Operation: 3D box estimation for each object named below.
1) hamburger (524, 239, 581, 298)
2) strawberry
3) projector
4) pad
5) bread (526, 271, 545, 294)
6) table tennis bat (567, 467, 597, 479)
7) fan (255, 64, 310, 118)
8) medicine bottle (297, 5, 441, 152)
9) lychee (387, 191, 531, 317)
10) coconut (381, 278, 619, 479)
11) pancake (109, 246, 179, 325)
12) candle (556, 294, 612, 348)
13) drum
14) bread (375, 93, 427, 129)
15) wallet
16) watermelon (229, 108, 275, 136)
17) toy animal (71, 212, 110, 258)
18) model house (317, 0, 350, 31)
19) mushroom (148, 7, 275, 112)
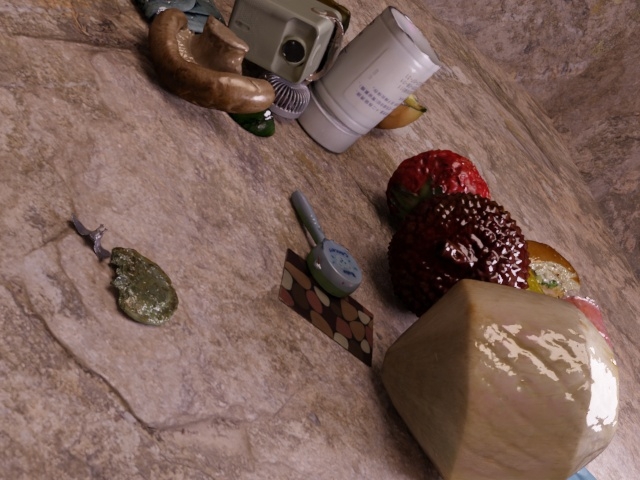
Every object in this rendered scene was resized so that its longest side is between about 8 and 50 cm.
[{"bbox_3d":[0.623,0.077,2.368,0.283,0.144,0.156,24,37,-37],"label":"hamburger"},{"bbox_3d":[0.301,-0.109,2.006,0.257,0.257,0.277,51,36,1],"label":"strawberry"},{"bbox_3d":[-0.074,-0.469,1.860,0.243,0.163,0.177,28,33,3],"label":"projector"},{"bbox_3d":[0.017,0.126,1.552,0.235,0.003,0.158,39,29,-21],"label":"pad"},{"bbox_3d":[0.462,0.051,2.192,0.166,0.112,0.383,14,43,-52],"label":"bread"},{"bbox_3d":[0.526,0.460,1.787,0.329,0.044,0.215,49,49,-27],"label":"table tennis bat"},{"bbox_3d":[-0.108,-0.382,1.934,0.130,0.074,0.244,10,41,-37],"label":"fan"},{"bbox_3d":[0.106,-0.376,1.964,0.190,0.332,0.190,40,24,-22],"label":"medicine bottle"},{"bbox_3d":[0.296,0.042,1.762,0.306,0.306,0.330,57,9,13],"label":"lychee"},{"bbox_3d":[0.314,0.252,1.494,0.416,0.344,0.415,6,16,-2],"label":"coconut"},{"bbox_3d":[-0.256,0.067,1.196,0.116,0.023,0.129,32,32,-35],"label":"pancake"},{"bbox_3d":[0.488,0.267,1.829,0.288,0.316,0.131,2,44,-3],"label":"candle"},{"bbox_3d":[0.015,0.008,1.647,0.130,0.049,0.253,29,29,-37],"label":"drum"},{"bbox_3d":[0.170,-0.380,2.273,0.174,0.133,0.252,53,20,17],"label":"bread"},{"bbox_3d":[-0.350,-0.584,1.817,0.237,0.075,0.342,-8,62,-55],"label":"wallet"},{"bbox_3d":[-0.173,-0.289,1.754,0.181,0.075,0.092,51,-17,-1],"label":"watermelon"},{"bbox_3d":[-0.322,-0.010,1.187,0.084,0.028,0.050,52,36,2],"label":"toy animal"},{"bbox_3d":[-0.062,-0.550,2.039,0.239,0.268,0.173,46,38,2],"label":"model house"},{"bbox_3d":[-0.234,-0.332,1.607,0.286,0.156,0.151,39,39,4],"label":"mushroom"}]
